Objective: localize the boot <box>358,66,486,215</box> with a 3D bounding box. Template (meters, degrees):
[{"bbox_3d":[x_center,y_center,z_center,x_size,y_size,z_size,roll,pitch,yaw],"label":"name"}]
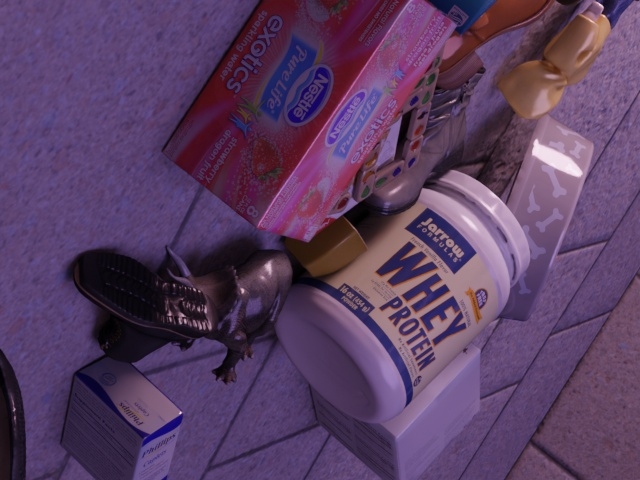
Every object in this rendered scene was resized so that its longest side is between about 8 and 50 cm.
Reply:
[{"bbox_3d":[0.132,-0.149,2.075,0.246,0.083,0.161,-40,150,-43],"label":"boot"}]

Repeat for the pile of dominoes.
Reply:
[{"bbox_3d":[0.082,-0.128,1.857,0.196,0.040,0.251,-35,151,-32],"label":"pile of dominoes"}]

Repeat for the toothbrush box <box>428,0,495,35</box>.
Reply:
[{"bbox_3d":[0.226,-0.395,1.660,0.216,0.126,0.295,-46,177,-35],"label":"toothbrush box"}]

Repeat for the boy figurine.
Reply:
[{"bbox_3d":[0.379,-0.297,2.289,0.285,0.092,0.177,-48,172,-5],"label":"boy figurine"}]

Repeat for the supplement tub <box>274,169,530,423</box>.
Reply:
[{"bbox_3d":[0.118,0.074,2.154,0.325,0.235,0.235,-42,156,-24],"label":"supplement tub"}]

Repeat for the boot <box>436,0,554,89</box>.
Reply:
[{"bbox_3d":[0.195,-0.332,1.897,0.283,0.109,0.220,-46,154,3],"label":"boot"}]

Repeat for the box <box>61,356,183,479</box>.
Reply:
[{"bbox_3d":[-0.240,0.228,1.839,0.072,0.126,0.137,-29,149,-41],"label":"box"}]

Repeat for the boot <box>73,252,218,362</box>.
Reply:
[{"bbox_3d":[-0.231,0.089,1.730,0.137,0.077,0.198,-27,140,33],"label":"boot"}]

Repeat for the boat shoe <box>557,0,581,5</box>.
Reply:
[{"bbox_3d":[0.409,-0.432,2.173,0.223,0.080,0.073,-55,164,22],"label":"boat shoe"}]

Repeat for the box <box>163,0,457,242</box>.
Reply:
[{"bbox_3d":[-0.010,-0.164,1.660,0.300,0.154,0.142,-55,158,9],"label":"box"}]

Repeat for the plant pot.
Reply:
[{"bbox_3d":[0.000,0.000,2.029,0.083,0.081,0.081,-42,157,-3],"label":"plant pot"}]

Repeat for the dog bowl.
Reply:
[{"bbox_3d":[0.336,-0.029,2.430,0.349,0.102,0.349,21,90,-84],"label":"dog bowl"}]

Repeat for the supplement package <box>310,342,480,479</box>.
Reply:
[{"bbox_3d":[0.120,0.236,2.448,0.199,0.198,0.263,-44,157,-17],"label":"supplement package"}]

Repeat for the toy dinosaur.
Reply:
[{"bbox_3d":[-0.091,0.075,1.908,0.313,0.121,0.160,-19,147,-49],"label":"toy dinosaur"}]

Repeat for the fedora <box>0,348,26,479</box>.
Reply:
[{"bbox_3d":[-0.400,0.249,1.463,0.152,0.334,0.334,7,123,-30],"label":"fedora"}]

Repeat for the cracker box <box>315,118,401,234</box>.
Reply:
[{"bbox_3d":[0.029,-0.130,1.898,0.155,0.067,0.232,-37,154,-30],"label":"cracker box"}]
